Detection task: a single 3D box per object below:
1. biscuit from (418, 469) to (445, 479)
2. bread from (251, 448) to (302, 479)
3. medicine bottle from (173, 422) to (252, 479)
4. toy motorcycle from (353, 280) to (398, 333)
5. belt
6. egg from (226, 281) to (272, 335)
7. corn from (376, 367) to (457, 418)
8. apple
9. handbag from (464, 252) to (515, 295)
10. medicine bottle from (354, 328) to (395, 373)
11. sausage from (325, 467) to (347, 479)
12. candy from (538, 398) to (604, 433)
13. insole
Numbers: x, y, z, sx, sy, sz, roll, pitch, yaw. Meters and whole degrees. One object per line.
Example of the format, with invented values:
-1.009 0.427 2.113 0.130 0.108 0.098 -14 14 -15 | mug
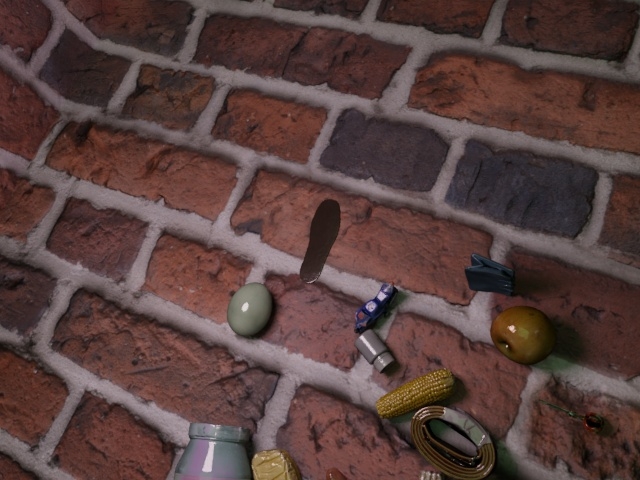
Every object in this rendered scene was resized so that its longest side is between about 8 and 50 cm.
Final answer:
0.303 0.870 1.641 0.078 0.144 0.426 2 69 16 | biscuit
-0.126 0.767 1.823 0.139 0.106 0.236 -22 65 9 | bread
-0.333 0.725 1.830 0.244 0.245 0.290 -2 67 16 | medicine bottle
0.177 0.223 1.928 0.205 0.114 0.076 -46 64 -3 | toy motorcycle
0.395 0.591 1.734 0.261 0.105 0.184 24 81 27 | belt
-0.243 0.236 2.029 0.149 0.149 0.192 14 72 21 | egg
0.296 0.475 1.813 0.260 0.091 0.091 -24 106 7 | corn
0.607 0.279 1.751 0.155 0.182 0.182 -32 63 -16 | apple
0.525 0.113 1.805 0.144 0.221 0.057 16 74 23 | handbag
0.176 0.359 1.897 0.080 0.080 0.130 -40 65 0 | medicine bottle
0.130 0.799 1.753 0.304 0.078 0.078 32 82 25 | sausage
0.726 0.501 1.707 0.184 0.049 0.056 18 70 30 | candy
0.000 0.000 2.123 0.111 0.007 0.328 12 74 21 | insole
